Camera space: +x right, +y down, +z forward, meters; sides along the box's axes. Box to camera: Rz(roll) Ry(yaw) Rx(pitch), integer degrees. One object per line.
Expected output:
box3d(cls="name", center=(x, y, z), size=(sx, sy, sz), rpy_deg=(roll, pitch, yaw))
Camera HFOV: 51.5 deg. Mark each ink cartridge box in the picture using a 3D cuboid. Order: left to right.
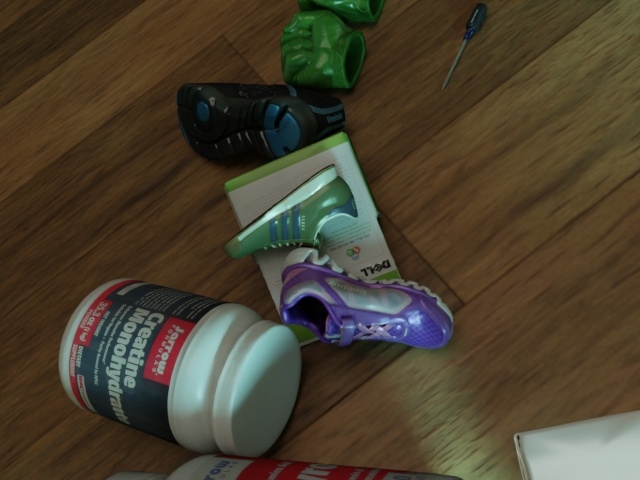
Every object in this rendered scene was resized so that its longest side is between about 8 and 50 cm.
box3d(cls="ink cartridge box", center=(0.000, 0.000, 0.959), size=(0.188, 0.097, 0.255), rpy_deg=(-22, 90, 8))
box3d(cls="ink cartridge box", center=(0.294, 0.237, 0.596), size=(0.198, 0.273, 0.115), rpy_deg=(-15, 58, 13))

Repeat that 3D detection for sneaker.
box3d(cls="sneaker", center=(-0.111, -0.201, 1.107), size=(0.340, 0.125, 0.139), rpy_deg=(19, 32, 39))
box3d(cls="sneaker", center=(-0.035, -0.013, 0.881), size=(0.192, 0.064, 0.086), rpy_deg=(-35, 97, 14))
box3d(cls="sneaker", center=(0.048, 0.095, 0.837), size=(0.236, 0.095, 0.105), rpy_deg=(18, 37, 7))

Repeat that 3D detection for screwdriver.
box3d(cls="screwdriver", center=(0.228, -0.317, 1.079), size=(0.025, 0.024, 0.170), rpy_deg=(31, 77, 1))

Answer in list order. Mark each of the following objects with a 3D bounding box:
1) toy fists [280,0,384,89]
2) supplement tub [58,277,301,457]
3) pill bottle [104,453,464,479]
box3d(cls="toy fists", center=(0.013, -0.382, 1.154), size=(0.142, 0.096, 0.279), rpy_deg=(7, 67, 25))
box3d(cls="supplement tub", center=(-0.183, 0.164, 0.872), size=(0.272, 0.191, 0.191), rpy_deg=(10, 67, 26))
box3d(cls="pill bottle", center=(-0.048, 0.348, 0.695), size=(0.407, 0.229, 0.229), rpy_deg=(-2, 62, 20))
